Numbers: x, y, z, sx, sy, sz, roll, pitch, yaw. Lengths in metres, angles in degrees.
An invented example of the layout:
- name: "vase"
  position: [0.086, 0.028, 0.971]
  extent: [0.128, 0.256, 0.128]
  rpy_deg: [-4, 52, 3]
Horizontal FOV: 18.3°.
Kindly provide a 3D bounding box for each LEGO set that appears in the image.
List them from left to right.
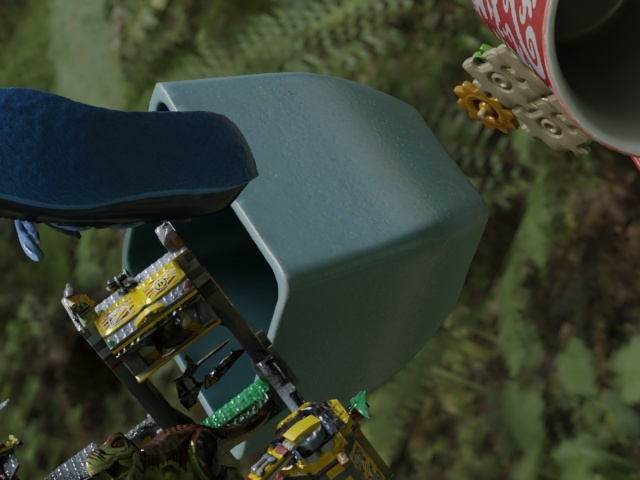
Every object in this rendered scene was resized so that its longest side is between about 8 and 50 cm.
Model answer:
- name: "LEGO set"
  position: [-0.136, 0.141, 1.352]
  extent: [0.331, 0.192, 0.255]
  rpy_deg: [-32, 33, 5]

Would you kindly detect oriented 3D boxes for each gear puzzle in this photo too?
- name: "gear puzzle"
  position: [0.257, -0.169, 2.204]
  extent: [0.044, 0.175, 0.339]
  rpy_deg: [-55, 15, -20]

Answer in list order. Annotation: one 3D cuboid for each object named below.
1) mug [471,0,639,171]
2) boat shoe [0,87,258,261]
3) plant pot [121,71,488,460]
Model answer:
- name: "mug"
  position: [0.125, -0.095, 0.888]
  extent: [0.169, 0.113, 0.150]
  rpy_deg: [-124, 40, -69]
- name: "boat shoe"
  position: [-0.158, -0.032, 1.289]
  extent: [0.089, 0.258, 0.109]
  rpy_deg: [-41, 53, 41]
- name: "plant pot"
  position: [0.000, 0.000, 1.761]
  extent: [0.247, 0.252, 0.248]
  rpy_deg: [56, 148, 32]
